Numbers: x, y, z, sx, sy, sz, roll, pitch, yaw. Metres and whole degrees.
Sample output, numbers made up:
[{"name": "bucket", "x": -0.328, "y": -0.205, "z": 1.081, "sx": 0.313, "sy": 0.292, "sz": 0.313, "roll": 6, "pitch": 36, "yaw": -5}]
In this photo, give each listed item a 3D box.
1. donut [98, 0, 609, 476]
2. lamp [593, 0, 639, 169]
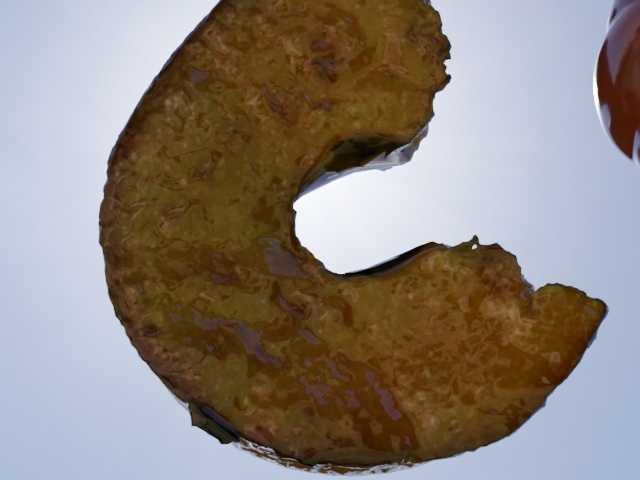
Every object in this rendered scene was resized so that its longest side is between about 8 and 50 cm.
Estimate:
[{"name": "donut", "x": 0.000, "y": 0.000, "z": 1.330, "sx": 0.163, "sy": 0.378, "sz": 0.435, "roll": 110, "pitch": -38, "yaw": -69}, {"name": "lamp", "x": 0.266, "y": -0.113, "z": 0.989, "sx": 0.188, "sy": 0.187, "sz": 0.164, "roll": 14, "pitch": -24, "yaw": 12}]
